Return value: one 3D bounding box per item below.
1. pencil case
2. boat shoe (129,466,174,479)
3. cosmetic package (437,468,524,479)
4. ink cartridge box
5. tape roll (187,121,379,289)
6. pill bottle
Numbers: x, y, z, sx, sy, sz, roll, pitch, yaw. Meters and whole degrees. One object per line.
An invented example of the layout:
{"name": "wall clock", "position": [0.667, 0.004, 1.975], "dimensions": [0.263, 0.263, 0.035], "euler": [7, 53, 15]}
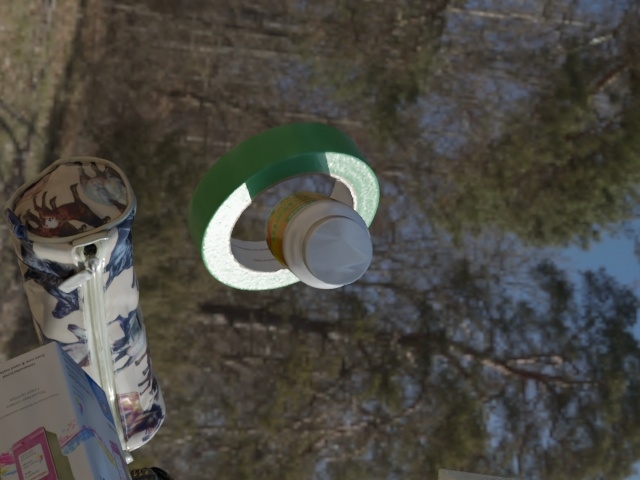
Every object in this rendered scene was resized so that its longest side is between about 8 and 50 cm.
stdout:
{"name": "pencil case", "position": [-0.298, 0.106, 1.378], "dimensions": [0.184, 0.159, 0.410], "euler": [-106, -168, -53]}
{"name": "boat shoe", "position": [-0.382, 0.502, 2.238], "dimensions": [0.183, 0.065, 0.083], "euler": [30, -79, 17]}
{"name": "cosmetic package", "position": [0.255, 0.436, 1.572], "dimensions": [0.183, 0.151, 0.151], "euler": [153, -54, -83]}
{"name": "ink cartridge box", "position": [-0.140, 0.132, 0.594], "dimensions": [0.088, 0.052, 0.122], "euler": [71, -4, -61]}
{"name": "tape roll", "position": [-0.060, -0.051, 1.776], "dimensions": [0.077, 0.321, 0.321], "euler": [60, -38, 36]}
{"name": "pill bottle", "position": [0.000, 0.000, 1.655], "dimensions": [0.245, 0.136, 0.136], "euler": [-150, -116, -75]}
